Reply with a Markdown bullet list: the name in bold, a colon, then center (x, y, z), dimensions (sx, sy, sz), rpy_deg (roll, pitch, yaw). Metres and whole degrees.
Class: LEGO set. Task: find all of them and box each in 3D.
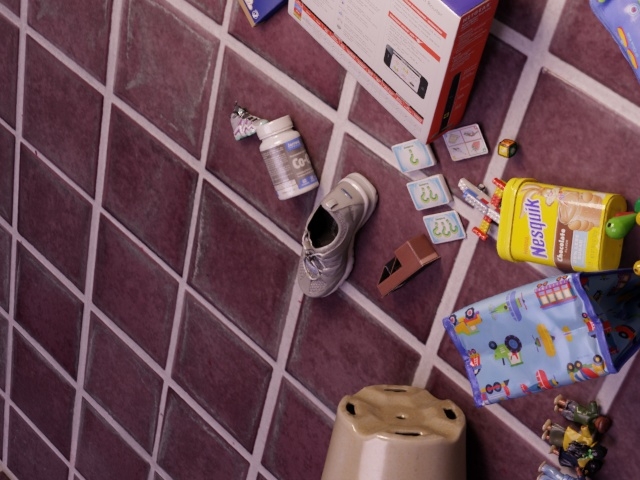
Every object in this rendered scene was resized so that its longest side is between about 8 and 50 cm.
- **LEGO set**: center (0.219, -0.082, 1.843), dimensions (0.244, 0.060, 0.182), rpy_deg (-11, 106, 49)

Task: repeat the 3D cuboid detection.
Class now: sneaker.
- **sneaker**: center (-0.138, -0.226, 2.165), dimensions (0.098, 0.038, 0.069), rpy_deg (-16, 99, 50)
- **sneaker**: center (0.000, 0.000, 2.077), dimensions (0.105, 0.115, 0.281), rpy_deg (42, 136, 24)

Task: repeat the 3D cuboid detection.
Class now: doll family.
- **doll family**: center (0.406, 0.340, 1.861), dimensions (0.111, 0.076, 0.193), rpy_deg (22, 131, 33)

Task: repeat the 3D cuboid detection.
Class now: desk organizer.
- **desk organizer**: center (0.140, 0.042, 2.003), dimensions (0.050, 0.047, 0.130), rpy_deg (58, 140, 9)

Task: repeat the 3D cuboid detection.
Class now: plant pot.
- **plant pot**: center (0.128, 0.430, 2.053), dimensions (0.333, 0.333, 0.306), rpy_deg (20, 112, 40)

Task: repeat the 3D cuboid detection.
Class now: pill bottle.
- **pill bottle**: center (-0.061, -0.148, 2.093), dimensions (0.078, 0.078, 0.137), rpy_deg (-12, 102, 50)

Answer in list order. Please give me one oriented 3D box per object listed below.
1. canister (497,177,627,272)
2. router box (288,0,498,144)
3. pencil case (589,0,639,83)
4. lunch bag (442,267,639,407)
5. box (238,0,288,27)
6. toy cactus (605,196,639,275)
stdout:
- **canister**: center (0.349, -0.020, 1.706), dimensions (0.170, 0.073, 0.126), rpy_deg (12, 99, 41)
- **router box**: center (0.095, -0.349, 1.740), dimensions (0.335, 0.082, 0.301), rpy_deg (47, 156, 19)
- **pencil case**: center (0.444, -0.220, 1.465), dimensions (0.306, 0.133, 0.119), rpy_deg (63, -179, 1)
- **lunch bag**: center (0.349, 0.102, 1.617), dimensions (0.221, 0.293, 0.138), rpy_deg (-23, 88, 41)
- **box**: center (-0.078, -0.468, 1.972), dimensions (0.225, 0.036, 0.136), rpy_deg (-29, 89, 49)
- **toy cactus**: center (0.480, -0.037, 1.528), dimensions (0.219, 0.181, 0.112), rpy_deg (-2, 154, 12)
